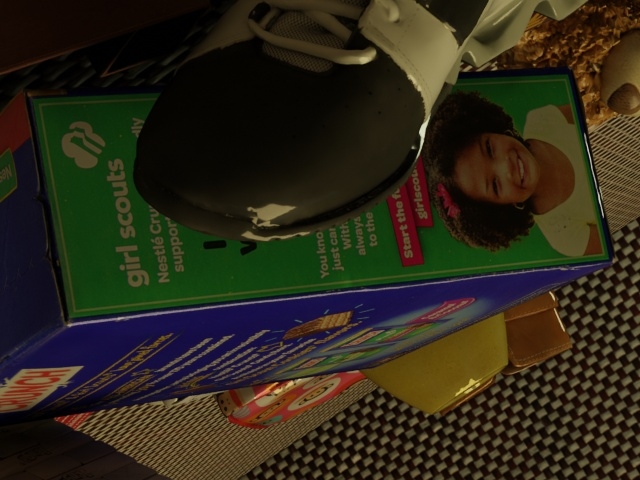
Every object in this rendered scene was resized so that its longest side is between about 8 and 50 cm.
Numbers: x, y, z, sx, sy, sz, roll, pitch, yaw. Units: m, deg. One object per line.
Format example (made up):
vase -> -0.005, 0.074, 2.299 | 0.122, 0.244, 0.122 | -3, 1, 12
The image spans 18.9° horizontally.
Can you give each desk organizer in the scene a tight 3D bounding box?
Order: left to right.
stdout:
desk organizer -> -0.116, -0.096, 0.835 | 0.130, 0.050, 0.047 | -24, 167, -38

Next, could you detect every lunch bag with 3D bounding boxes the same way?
lunch bag -> 0.017, 0.074, 1.882 | 0.293, 0.120, 0.258 | -32, 170, 6

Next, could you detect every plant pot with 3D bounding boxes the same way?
plant pot -> 0.083, 0.069, 1.402 | 0.134, 0.095, 0.134 | -33, 171, -6

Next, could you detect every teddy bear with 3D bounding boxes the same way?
teddy bear -> 0.298, -0.192, 1.472 | 0.338, 0.113, 0.245 | -27, 167, -28

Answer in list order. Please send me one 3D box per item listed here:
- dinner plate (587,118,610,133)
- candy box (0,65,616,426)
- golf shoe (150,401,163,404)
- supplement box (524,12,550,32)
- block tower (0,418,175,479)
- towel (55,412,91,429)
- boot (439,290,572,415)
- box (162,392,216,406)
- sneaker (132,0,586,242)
dinner plate -> 0.269, -0.125, 1.982 | 0.141, 0.017, 0.141 | -31, 171, -5
candy box -> -0.051, 0.008, 1.035 | 0.317, 0.122, 0.268 | -7, 168, -31
golf shoe -> -0.143, 0.085, 1.527 | 0.077, 0.094, 0.198 | -34, 169, 16
supplement box -> 0.076, -0.151, 1.062 | 0.188, 0.080, 0.104 | -27, 170, -27
block tower -> -0.196, 0.147, 1.102 | 0.097, 0.335, 0.091 | -21, 123, -49
towel -> -0.306, 0.190, 1.727 | 0.275, 0.031, 0.199 | -24, 166, -47
boot -> 0.155, -0.006, 1.615 | 0.283, 0.220, 0.109 | -31, 170, -7
box -> 0.000, 0.000, 1.445 | 0.262, 0.126, 0.231 | -35, 169, 21
sneaker -> 0.027, -0.131, 0.864 | 0.330, 0.122, 0.146 | -46, 150, -39
